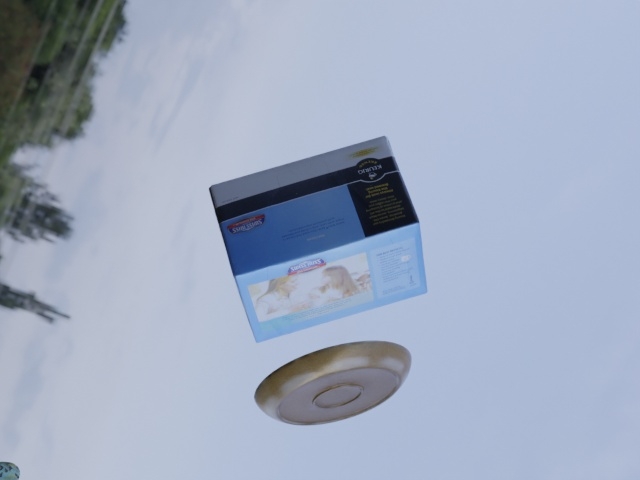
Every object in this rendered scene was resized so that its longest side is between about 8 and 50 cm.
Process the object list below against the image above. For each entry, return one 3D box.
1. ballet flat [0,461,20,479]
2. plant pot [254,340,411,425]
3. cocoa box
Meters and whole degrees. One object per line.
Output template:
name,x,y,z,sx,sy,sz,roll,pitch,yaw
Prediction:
ballet flat,-0.475,0.314,1.451,0.070,0.188,0.070,158,-90,-77
plant pot,0.022,0.213,1.662,0.236,0.236,0.032,-47,-132,42
cocoa box,0.000,0.000,2.138,0.231,0.347,0.228,77,-4,-52
